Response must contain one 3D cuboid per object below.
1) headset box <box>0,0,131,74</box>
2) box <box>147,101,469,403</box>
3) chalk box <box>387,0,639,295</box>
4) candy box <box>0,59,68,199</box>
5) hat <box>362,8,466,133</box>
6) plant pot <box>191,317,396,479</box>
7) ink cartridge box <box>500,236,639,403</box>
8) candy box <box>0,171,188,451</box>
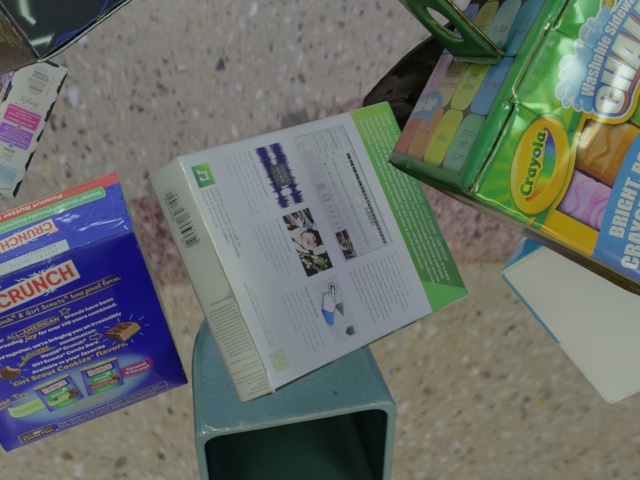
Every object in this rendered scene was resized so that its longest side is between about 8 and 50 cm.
[{"bbox_3d":[-0.243,-0.246,0.859,0.131,0.283,0.246,-40,110,-19],"label":"headset box"},{"bbox_3d":[0.000,0.000,1.250,0.322,0.058,0.232,-20,87,-46],"label":"box"},{"bbox_3d":[0.171,-0.085,0.840,0.288,0.180,0.179,26,94,-14],"label":"chalk box"},{"bbox_3d":[-0.438,-0.173,1.751,0.070,0.165,0.196,21,94,-29],"label":"candy box"},{"bbox_3d":[0.227,-0.188,1.684,0.331,0.331,0.134,-17,68,-7],"label":"hat"},{"bbox_3d":[-0.052,0.208,1.658,0.247,0.247,0.252,-8,46,-8],"label":"plant pot"},{"bbox_3d":[0.370,0.002,1.404,0.198,0.197,0.270,49,39,-8],"label":"ink cartridge box"},{"bbox_3d":[-0.337,0.099,1.608,0.268,0.317,0.122,-20,49,-9],"label":"candy box"}]
